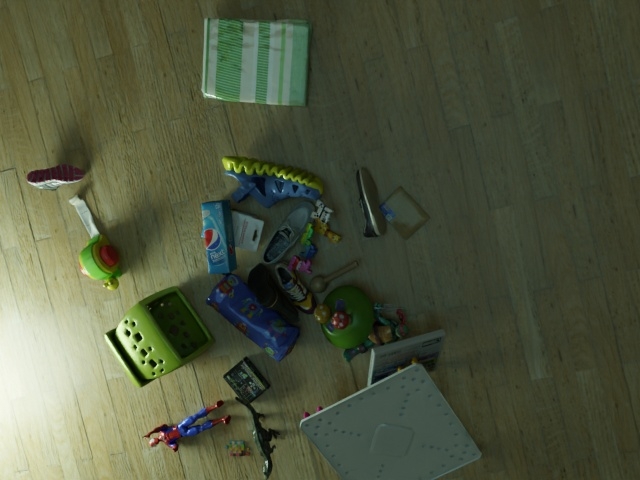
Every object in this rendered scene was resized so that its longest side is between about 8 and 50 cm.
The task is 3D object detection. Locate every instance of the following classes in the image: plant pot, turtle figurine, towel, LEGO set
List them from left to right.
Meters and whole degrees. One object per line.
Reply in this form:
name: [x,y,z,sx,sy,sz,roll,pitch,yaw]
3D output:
plant pot: [-0.498,0.299,1.911,0.207,0.227,0.228,-35,88,18]
towel: [-0.192,-0.531,1.868,0.324,0.038,0.248,5,97,9]
LEGO set: [0.000,0.000,1.844,0.093,0.087,0.227,27,103,12]
turtle figurine: [0.167,0.274,1.825,0.234,0.118,0.175,-18,73,29]

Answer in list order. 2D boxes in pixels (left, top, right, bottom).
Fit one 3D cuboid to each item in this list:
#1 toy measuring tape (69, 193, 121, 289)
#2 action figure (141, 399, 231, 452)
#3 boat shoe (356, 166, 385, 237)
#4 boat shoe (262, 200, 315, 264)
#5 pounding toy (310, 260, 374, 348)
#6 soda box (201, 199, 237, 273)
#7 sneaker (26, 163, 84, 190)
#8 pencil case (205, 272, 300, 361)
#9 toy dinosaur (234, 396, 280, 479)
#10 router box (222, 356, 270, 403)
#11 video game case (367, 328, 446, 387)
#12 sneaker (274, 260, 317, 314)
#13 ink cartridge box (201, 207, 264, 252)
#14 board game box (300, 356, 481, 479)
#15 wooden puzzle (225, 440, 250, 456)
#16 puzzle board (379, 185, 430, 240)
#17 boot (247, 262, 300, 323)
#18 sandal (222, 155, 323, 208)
toy measuring tape: [-0.725,0.008,1.982,0.121,0.121,0.330,-26,89,12]
action figure: [-0.433,0.597,1.968,0.280,0.139,0.092,-26,88,15]
boat shoe: [0.129,-0.107,1.821,0.064,0.075,0.206,-16,88,34]
boat shoe: [-0.095,-0.017,1.867,0.079,0.081,0.228,38,102,4]
pounding toy: [0.042,0.191,1.797,0.182,0.110,0.237,-26,68,32]
soda box: [-0.296,-0.011,1.851,0.067,0.071,0.210,-4,97,13]
sneaker: [-0.841,-0.198,2.017,0.170,0.075,0.063,-9,75,-10]
pencil case: [-0.197,0.226,1.894,0.306,0.133,0.119,39,142,6]
toy dinosaur: [-0.182,0.581,1.920,0.064,0.118,0.268,-22,90,12]
router box: [-0.230,0.436,1.958,0.092,0.038,0.122,-40,87,12]
video game case: [0.237,0.333,1.760,0.212,0.193,0.023,-14,49,-13]
sneaker: [-0.079,0.146,1.878,0.069,0.084,0.186,-37,87,12]
ink cartridge box: [-0.257,-0.038,1.909,0.181,0.061,0.105,17,99,10]
board game box: [0.202,0.557,1.805,0.389,0.050,0.390,-30,112,12]
wooden puzzle: [-0.264,0.660,2.001,0.083,0.006,0.050,-5,94,12]
puzzle board: [0.240,-0.079,1.832,0.096,0.011,0.128,-44,85,13]
boot: [-0.139,0.162,1.881,0.077,0.198,0.137,-41,124,11]
sandal: [-0.143,-0.158,1.855,0.317,0.126,0.138,13,103,18]
